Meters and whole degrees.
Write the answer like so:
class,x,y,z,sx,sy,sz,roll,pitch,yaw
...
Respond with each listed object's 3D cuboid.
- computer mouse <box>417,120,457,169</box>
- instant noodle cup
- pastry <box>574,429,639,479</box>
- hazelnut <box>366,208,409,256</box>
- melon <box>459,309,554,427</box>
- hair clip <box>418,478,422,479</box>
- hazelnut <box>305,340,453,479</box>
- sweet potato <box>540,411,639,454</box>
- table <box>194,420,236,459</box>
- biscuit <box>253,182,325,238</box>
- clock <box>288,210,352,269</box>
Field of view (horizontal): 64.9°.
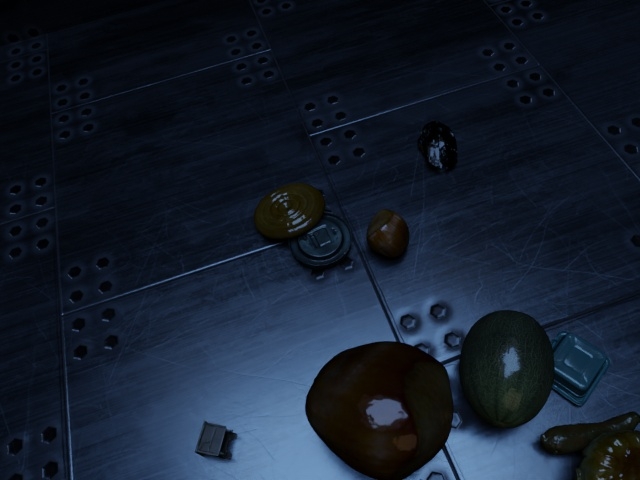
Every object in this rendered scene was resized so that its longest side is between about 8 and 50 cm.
class,x,y,z,sx,sy,sz,roll,pitch,yaw
computer mouse,0.435,-0.361,1.851,0.147,0.077,0.241,-7,59,4
instant noodle cup,0.706,0.344,1.401,0.157,0.070,0.179,36,70,26
pastry,0.737,0.576,1.209,0.257,0.121,0.235,9,75,-5
hazelnut,0.226,-0.022,1.636,0.151,0.150,0.150,-3,59,5
melon,0.490,0.336,1.328,0.238,0.237,0.301,12,63,13
hair clip,0.221,0.657,1.289,0.115,0.039,0.030,-32,52,0
hazelnut,0.150,0.420,1.268,0.366,0.365,0.365,-3,59,5
sweet potato,0.703,0.502,1.304,0.274,0.075,0.075,-10,58,-4
table,-0.284,0.551,1.379,0.082,0.070,0.083,7,59,11
biscuit,-0.111,-0.110,1.748,0.262,0.037,0.261,-10,46,11
clock,0.000,0.000,1.699,0.215,0.042,0.214,-3,58,5
